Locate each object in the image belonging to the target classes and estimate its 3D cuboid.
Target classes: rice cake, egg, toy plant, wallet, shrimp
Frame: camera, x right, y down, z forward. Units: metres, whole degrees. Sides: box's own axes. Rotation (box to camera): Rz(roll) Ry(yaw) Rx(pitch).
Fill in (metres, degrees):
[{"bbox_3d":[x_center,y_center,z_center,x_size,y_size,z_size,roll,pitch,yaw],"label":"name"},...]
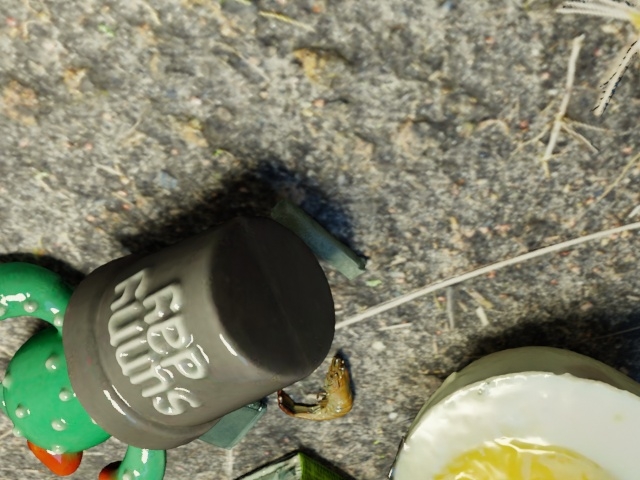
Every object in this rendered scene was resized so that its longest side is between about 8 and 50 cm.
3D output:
[{"bbox_3d":[0.000,0.000,0.881,0.022,0.021,0.121,-32,126,28],"label":"rice cake"},{"bbox_3d":[0.252,0.243,1.010,0.337,0.201,0.336,4,112,11],"label":"egg"},{"bbox_3d":[-0.184,0.106,0.860,0.400,0.185,0.279,-26,125,37],"label":"toy plant"},{"bbox_3d":[-0.136,0.191,1.042,0.129,0.026,0.088,25,122,-25],"label":"wallet"},{"bbox_3d":[-0.003,0.170,1.037,0.091,0.025,0.127,3,135,-7],"label":"shrimp"}]

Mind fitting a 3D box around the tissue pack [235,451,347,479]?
[{"bbox_3d":[-0.018,0.375,1.194,0.173,0.073,0.235,-31,128,23],"label":"tissue pack"}]
